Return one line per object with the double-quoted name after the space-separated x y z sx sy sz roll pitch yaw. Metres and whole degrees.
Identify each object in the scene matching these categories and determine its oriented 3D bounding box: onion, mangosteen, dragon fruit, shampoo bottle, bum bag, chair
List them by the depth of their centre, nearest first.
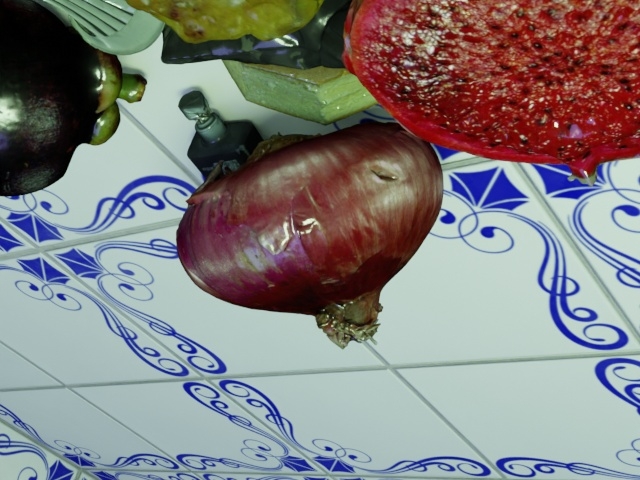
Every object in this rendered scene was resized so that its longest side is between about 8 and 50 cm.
0.214 -0.231 0.815 0.386 0.249 0.371 -1 157 15 "dragon fruit"
-0.312 -0.322 1.033 0.274 0.191 0.203 4 160 -35 "chair"
-0.024 -0.238 1.039 0.340 0.144 0.095 5 148 21 "bum bag"
0.000 0.000 1.194 0.347 0.347 0.285 -21 88 46 "onion"
-0.373 -0.189 1.234 0.302 0.275 0.275 -9 158 -26 "mangosteen"
-0.107 -0.096 1.376 0.098 0.071 0.309 -1 142 33 "shampoo bottle"

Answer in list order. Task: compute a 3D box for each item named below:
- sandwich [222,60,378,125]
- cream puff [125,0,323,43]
-0.029 -0.207 1.145 0.258 0.096 0.094 16 154 9 "sandwich"
-0.089 -0.322 0.905 0.281 0.185 0.282 15 150 9 "cream puff"
